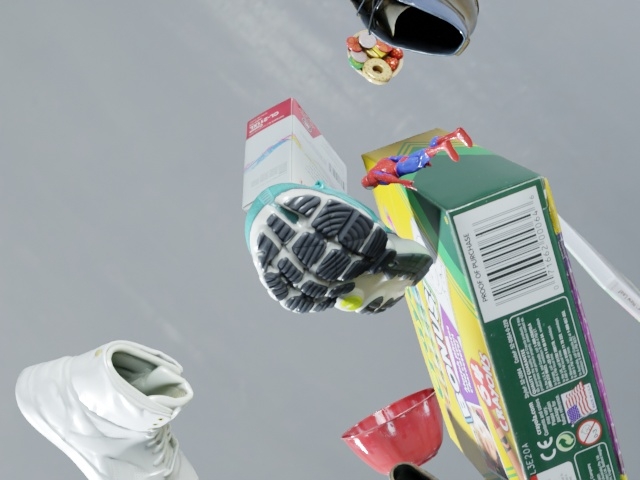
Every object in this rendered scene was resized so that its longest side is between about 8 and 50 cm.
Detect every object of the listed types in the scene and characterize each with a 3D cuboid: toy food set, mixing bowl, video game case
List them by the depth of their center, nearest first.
[{"bbox_3d":[0.386,0.056,1.681,0.193,0.023,0.212,38,-169,-29],"label":"video game case"},{"bbox_3d":[0.075,-0.256,1.768,0.082,0.083,0.020,43,153,5],"label":"toy food set"},{"bbox_3d":[0.134,0.327,2.135,0.181,0.181,0.098,-30,87,58],"label":"mixing bowl"}]

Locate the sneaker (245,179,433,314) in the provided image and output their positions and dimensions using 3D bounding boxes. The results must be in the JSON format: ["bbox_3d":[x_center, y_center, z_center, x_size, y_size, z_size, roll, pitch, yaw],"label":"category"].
[{"bbox_3d":[0.000,0.000,1.139,0.110,0.107,0.275,47,-171,24],"label":"sneaker"}]

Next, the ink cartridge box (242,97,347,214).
[{"bbox_3d":[-0.028,-0.063,1.517,0.072,0.175,0.127,-26,125,19],"label":"ink cartridge box"}]

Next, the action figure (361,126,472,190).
[{"bbox_3d":[0.074,-0.062,1.068,0.115,0.038,0.030,-17,115,47],"label":"action figure"}]

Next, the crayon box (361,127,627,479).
[{"bbox_3d":[0.172,0.088,1.315,0.313,0.106,0.363,-136,27,-72],"label":"crayon box"}]

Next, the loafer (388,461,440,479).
[{"bbox_3d":[0.123,0.296,1.354,0.267,0.096,0.084,179,72,-75],"label":"loafer"}]

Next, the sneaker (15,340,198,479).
[{"bbox_3d":[-0.203,0.229,1.531,0.169,0.108,0.292,-21,131,29],"label":"sneaker"}]

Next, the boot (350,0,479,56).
[{"bbox_3d":[0.055,-0.247,1.222,0.219,0.106,0.082,22,121,-10],"label":"boot"}]
